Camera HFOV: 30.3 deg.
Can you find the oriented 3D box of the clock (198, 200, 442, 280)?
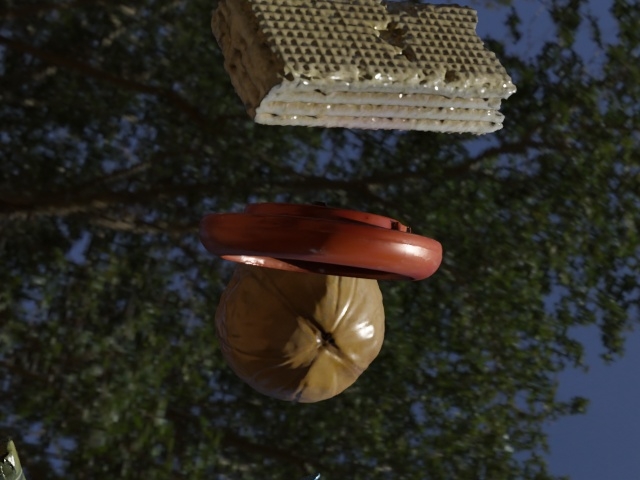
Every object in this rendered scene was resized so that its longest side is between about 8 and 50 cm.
[{"bbox_3d":[0.000,0.000,0.993,0.205,0.205,0.051,2,-98,41],"label":"clock"}]

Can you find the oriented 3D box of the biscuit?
[{"bbox_3d":[0.038,-0.139,0.905,0.062,0.239,0.108,-56,-133,42],"label":"biscuit"}]

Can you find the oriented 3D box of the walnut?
[{"bbox_3d":[-0.025,0.087,1.362,0.222,0.195,0.195,-171,-79,-77],"label":"walnut"}]

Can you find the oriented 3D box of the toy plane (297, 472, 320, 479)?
[{"bbox_3d":[0.017,0.343,1.158,0.271,0.105,0.254,-20,-76,48],"label":"toy plane"}]

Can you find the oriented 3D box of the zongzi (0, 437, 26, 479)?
[{"bbox_3d":[-0.418,0.304,1.461,0.104,0.113,0.052,-16,-134,-11],"label":"zongzi"}]
